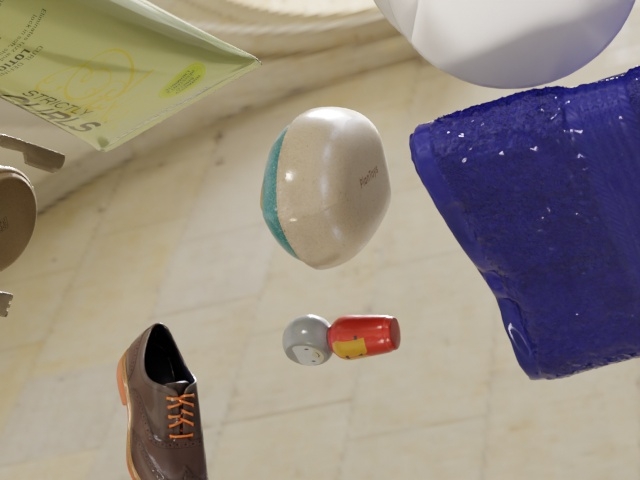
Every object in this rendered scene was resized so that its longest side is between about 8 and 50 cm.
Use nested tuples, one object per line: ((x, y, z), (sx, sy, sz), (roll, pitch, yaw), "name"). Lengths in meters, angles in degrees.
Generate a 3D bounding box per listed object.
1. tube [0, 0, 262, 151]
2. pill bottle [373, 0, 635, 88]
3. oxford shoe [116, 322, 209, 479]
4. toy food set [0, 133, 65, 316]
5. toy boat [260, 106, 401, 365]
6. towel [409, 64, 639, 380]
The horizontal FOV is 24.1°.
((-0.108, -0.083, 0.616), (0.240, 0.070, 0.062), (25, -98, -68), "tube")
((0.140, -0.271, 1.173), (0.407, 0.229, 0.229), (-82, -27, -63), "pill bottle")
((-0.192, 0.230, 1.873), (0.097, 0.098, 0.271), (-4, -124, -30), "oxford shoe")
((-0.355, -0.020, 1.619), (0.132, 0.038, 0.192), (23, -94, -60), "toy food set")
((0.000, 0.000, 1.833), (0.267, 0.148, 0.318), (-32, -66, -65), "toy boat")
((0.239, -0.030, 0.986), (0.227, 0.308, 0.076), (60, -150, -30), "towel")
